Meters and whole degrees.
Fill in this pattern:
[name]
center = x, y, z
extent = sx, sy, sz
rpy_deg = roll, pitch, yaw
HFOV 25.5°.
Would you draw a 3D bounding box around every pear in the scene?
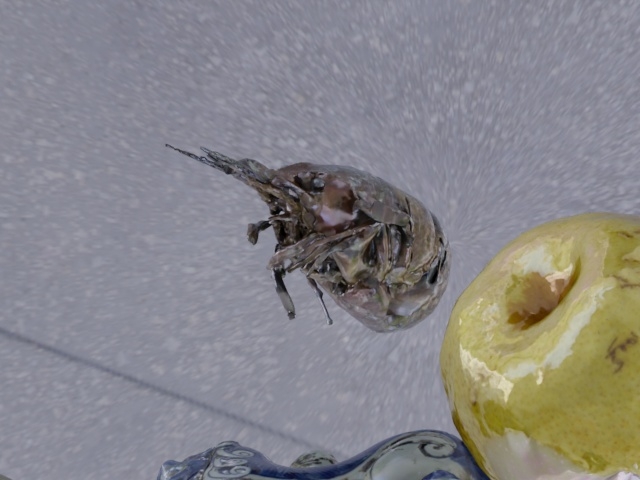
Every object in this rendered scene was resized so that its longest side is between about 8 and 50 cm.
[pear]
center = 0.153, 0.075, 0.730
extent = 0.178, 0.178, 0.178
rpy_deg = 0, 90, 5

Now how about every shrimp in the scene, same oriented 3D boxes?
[shrimp]
center = 0.000, -0.007, 1.273
extent = 0.145, 0.343, 0.116
rpy_deg = -55, 42, 6

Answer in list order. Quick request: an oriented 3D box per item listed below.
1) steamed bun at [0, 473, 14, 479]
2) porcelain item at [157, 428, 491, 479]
[steamed bun]
center = -0.254, 0.255, 0.766
extent = 0.339, 0.352, 0.247
rpy_deg = -8, 103, 37
[porcelain item]
center = 0.007, 0.230, 1.172
extent = 0.288, 0.186, 0.138
rpy_deg = -7, 109, -15
